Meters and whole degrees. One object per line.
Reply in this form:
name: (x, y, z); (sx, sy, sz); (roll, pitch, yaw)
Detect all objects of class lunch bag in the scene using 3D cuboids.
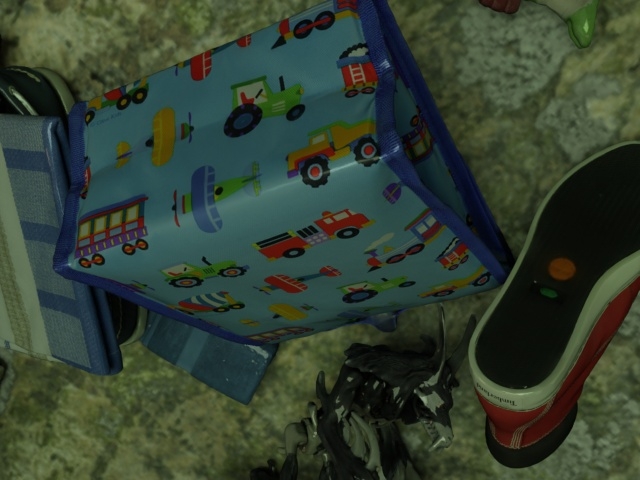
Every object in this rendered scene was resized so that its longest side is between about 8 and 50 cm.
lunch bag: (0.000, 0.000, 0.635); (0.221, 0.293, 0.138); (-18, 55, 19)

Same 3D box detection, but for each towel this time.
towel: (-0.270, -0.007, 0.725); (0.285, 0.034, 0.209); (8, 115, 38)
towel: (-0.098, 0.087, 0.783); (0.119, 0.029, 0.067); (31, 106, 7)

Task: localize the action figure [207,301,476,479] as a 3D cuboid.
action figure: (0.030, 0.174, 0.708); (0.276, 0.164, 0.141); (-43, 60, 22)

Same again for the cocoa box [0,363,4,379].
cocoa box: (-0.468, 0.195, 0.715); (0.232, 0.347, 0.227); (25, 104, 6)

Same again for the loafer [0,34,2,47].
loafer: (-0.375, -0.194, 0.775); (0.223, 0.076, 0.078); (27, 99, 1)

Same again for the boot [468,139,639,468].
boot: (0.197, 0.053, 0.693); (0.088, 0.176, 0.244); (29, 68, 29)

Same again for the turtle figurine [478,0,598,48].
turtle figurine: (0.061, -0.171, 0.625); (0.266, 0.274, 0.197); (9, 135, 6)

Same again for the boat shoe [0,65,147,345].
boat shoe: (-0.220, -0.024, 0.756); (0.095, 0.079, 0.254); (-14, 95, 27)
